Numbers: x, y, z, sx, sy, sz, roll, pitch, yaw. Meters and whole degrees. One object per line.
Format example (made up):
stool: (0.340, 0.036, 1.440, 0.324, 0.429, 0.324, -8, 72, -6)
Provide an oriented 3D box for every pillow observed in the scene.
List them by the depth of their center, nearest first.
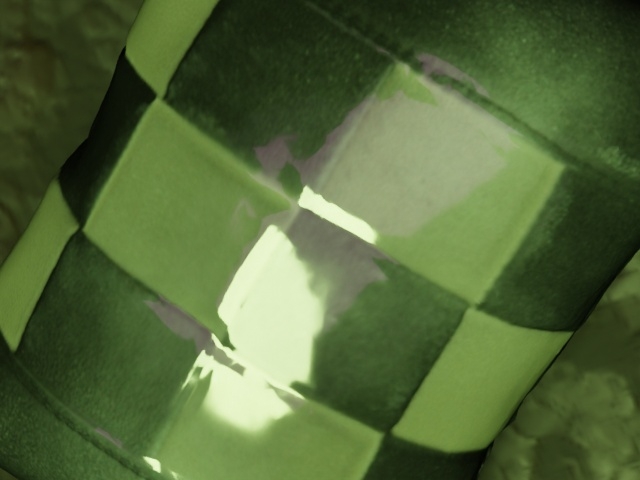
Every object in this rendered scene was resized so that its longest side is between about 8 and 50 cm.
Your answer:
pillow: (0.000, 0.000, 0.535, 0.186, 0.106, 0.249, 34, 108, 8)
